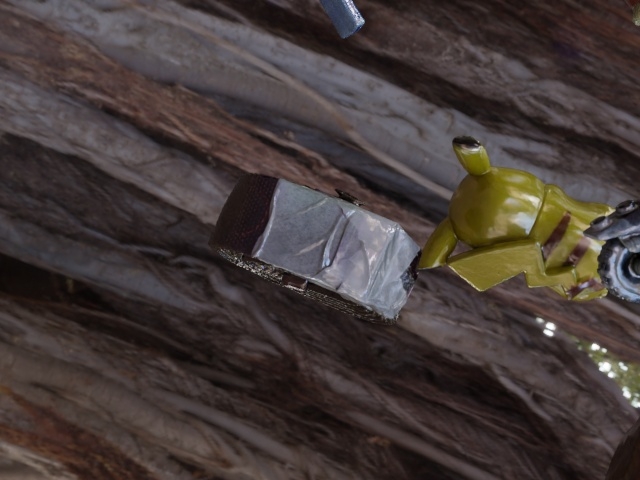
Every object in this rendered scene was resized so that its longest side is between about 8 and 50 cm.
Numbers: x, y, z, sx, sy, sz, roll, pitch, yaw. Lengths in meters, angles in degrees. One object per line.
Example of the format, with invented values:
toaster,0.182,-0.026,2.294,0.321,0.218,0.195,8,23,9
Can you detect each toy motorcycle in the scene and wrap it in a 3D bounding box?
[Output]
toy motorcycle,0.397,-0.054,0.750,0.270,0.159,0.106,-29,-169,-1

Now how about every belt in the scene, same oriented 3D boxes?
belt,0.000,0.000,1.015,0.184,0.289,0.164,91,22,-75

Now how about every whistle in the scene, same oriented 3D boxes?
whistle,0.031,-0.378,1.026,0.090,0.158,0.090,-32,-172,5

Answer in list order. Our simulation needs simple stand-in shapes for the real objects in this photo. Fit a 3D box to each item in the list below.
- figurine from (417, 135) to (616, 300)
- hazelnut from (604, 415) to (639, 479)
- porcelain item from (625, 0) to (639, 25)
figurine,0.313,-0.010,1.120,0.169,0.327,0.218,-56,171,-71
hazelnut,0.405,0.260,0.746,0.210,0.210,0.186,-60,176,34
porcelain item,0.690,-0.556,1.453,0.253,0.253,0.253,-157,-90,-80
